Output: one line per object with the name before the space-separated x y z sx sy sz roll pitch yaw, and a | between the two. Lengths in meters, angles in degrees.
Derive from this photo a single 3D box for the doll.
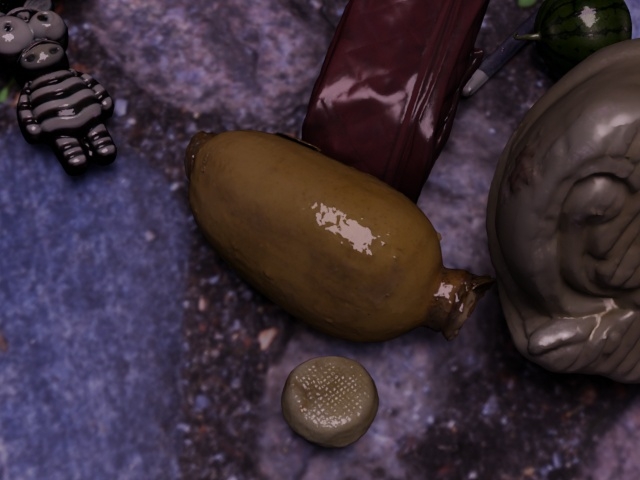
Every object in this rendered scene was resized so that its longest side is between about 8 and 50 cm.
doll | -0.263 -0.158 1.171 0.091 0.067 0.219 -24 68 -21

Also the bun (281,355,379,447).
bun | 0.007 0.143 1.062 0.086 0.055 0.086 3 50 -4

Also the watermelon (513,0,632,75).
watermelon | 0.260 -0.211 1.226 0.108 0.109 0.109 2 65 -4

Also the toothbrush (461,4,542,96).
toothbrush | 0.238 -0.241 1.282 0.024 0.026 0.288 29 64 37

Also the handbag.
handbag | 0.074 -0.148 1.154 0.135 0.146 0.225 18 65 6

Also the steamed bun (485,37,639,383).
steamed bun | 0.285 -0.042 1.067 0.324 0.310 0.219 -14 38 -11

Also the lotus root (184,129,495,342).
lotus root | -0.001 0.000 1.078 0.303 0.146 0.131 30 59 13
